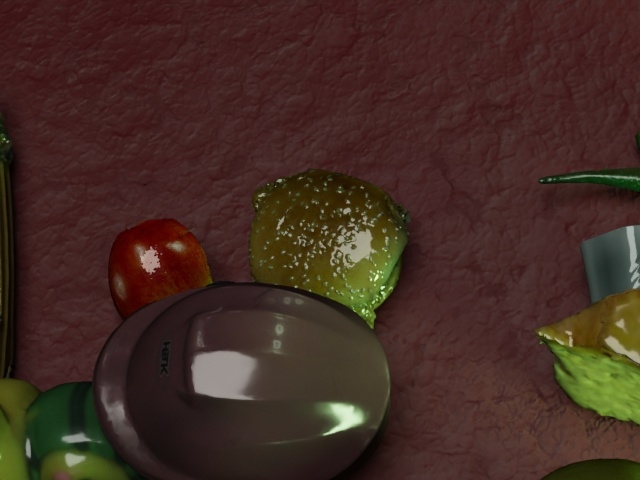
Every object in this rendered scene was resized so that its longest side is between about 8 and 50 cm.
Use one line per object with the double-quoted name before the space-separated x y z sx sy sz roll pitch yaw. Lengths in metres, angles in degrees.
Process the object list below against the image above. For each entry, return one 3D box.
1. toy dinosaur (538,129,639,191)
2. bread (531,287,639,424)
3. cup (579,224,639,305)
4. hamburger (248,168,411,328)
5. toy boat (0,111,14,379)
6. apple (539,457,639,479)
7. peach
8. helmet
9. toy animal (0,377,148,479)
"toy dinosaur" 0.507 -0.021 1.884 0.447 0.087 0.300 -14 73 6
"bread" 0.437 0.189 1.718 0.315 0.248 0.279 -22 64 5
"cup" 0.380 0.049 1.845 0.128 0.095 0.129 -22 64 41
"hamburger" 0.000 0.000 1.936 0.215 0.122 0.189 21 75 20
"toy boat" -0.468 -0.020 2.006 0.136 0.162 0.445 -9 67 9
"apple" 0.334 0.358 1.654 0.233 0.258 0.295 -41 67 -8
"peach" -0.199 0.051 1.951 0.151 0.118 0.151 -4 79 19
"helmet" -0.066 0.164 1.776 0.338 0.197 0.271 18 61 -24
"toy animal" -0.348 0.254 1.858 0.338 0.216 0.191 -6 40 5
